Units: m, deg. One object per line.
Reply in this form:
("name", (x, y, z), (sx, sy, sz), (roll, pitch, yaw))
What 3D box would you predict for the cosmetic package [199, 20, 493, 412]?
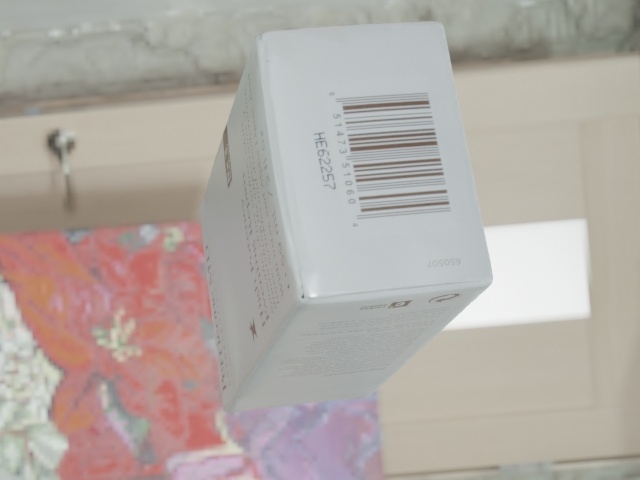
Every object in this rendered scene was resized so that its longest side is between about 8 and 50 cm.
("cosmetic package", (0.000, 0.000, 0.681), (0.231, 0.085, 0.117), (123, -39, -68))
